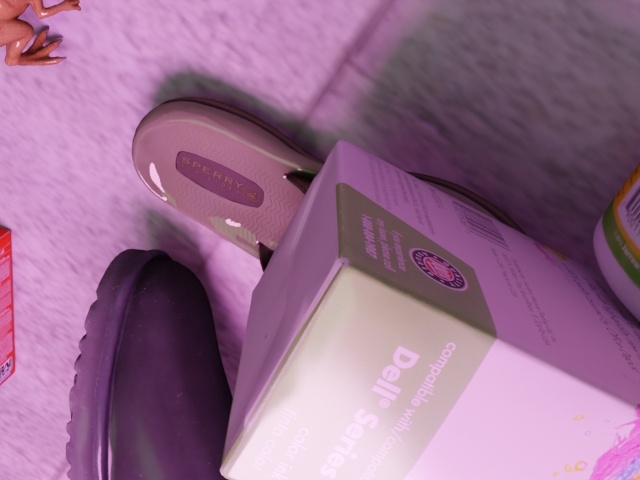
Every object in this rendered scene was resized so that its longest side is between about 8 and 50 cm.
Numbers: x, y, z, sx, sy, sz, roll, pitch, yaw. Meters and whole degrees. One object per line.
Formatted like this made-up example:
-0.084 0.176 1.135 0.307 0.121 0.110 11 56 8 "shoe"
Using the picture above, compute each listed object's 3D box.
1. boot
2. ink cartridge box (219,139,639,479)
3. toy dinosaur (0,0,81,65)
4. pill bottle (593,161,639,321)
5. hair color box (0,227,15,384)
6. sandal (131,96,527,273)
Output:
0.049 0.201 0.644 0.445 0.146 0.366 3 89 12 "boot"
0.138 0.097 0.472 0.354 0.207 0.119 27 108 -9 "ink cartridge box"
-0.235 -0.145 0.607 0.211 0.112 0.064 -41 83 -1 "toy dinosaur"
0.253 -0.057 0.427 0.136 0.136 0.245 31 125 6 "pill bottle"
-0.332 0.056 0.811 0.093 0.053 0.167 20 122 12 "hair color box"
-0.002 0.001 0.605 0.303 0.086 0.120 21 125 9 "sandal"
